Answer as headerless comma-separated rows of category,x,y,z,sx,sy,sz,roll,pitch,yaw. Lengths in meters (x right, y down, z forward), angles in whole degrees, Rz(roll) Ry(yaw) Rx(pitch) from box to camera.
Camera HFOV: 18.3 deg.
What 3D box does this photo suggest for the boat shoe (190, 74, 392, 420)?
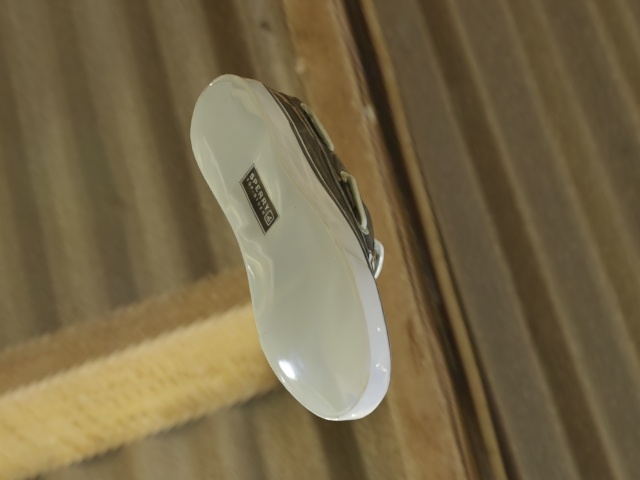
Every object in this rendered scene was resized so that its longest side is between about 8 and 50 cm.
boat shoe,0.000,0.000,1.072,0.078,0.070,0.219,-44,-127,33
